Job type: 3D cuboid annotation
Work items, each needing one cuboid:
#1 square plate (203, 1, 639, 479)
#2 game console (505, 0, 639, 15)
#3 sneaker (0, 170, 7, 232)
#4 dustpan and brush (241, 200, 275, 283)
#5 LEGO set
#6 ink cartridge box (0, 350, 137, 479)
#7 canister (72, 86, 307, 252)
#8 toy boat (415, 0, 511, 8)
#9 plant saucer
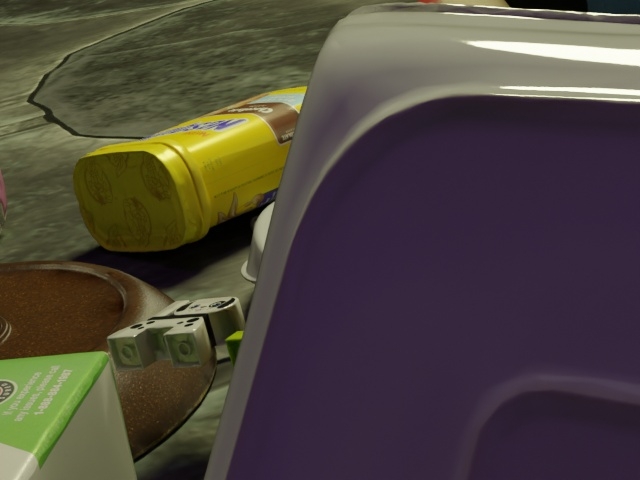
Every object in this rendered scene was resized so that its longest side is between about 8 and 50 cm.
[{"bbox_3d":[0.085,0.091,0.444,0.344,0.347,0.049,6,-14,39],"label":"square plate"},{"bbox_3d":[0.299,-0.292,1.291,0.386,0.342,0.060,-12,34,-2],"label":"game console"},{"bbox_3d":[-0.327,-0.006,1.221,0.104,0.095,0.236,-4,21,39],"label":"sneaker"},{"bbox_3d":[0.000,0.000,1.094,0.147,0.060,0.211,-7,23,-23],"label":"dustpan and brush"},{"bbox_3d":[0.017,0.062,0.864,0.227,0.087,0.093,-6,16,33],"label":"LEGO set"},{"bbox_3d":[-0.230,0.145,0.716,0.272,0.115,0.198,-6,20,12],"label":"ink cartridge box"},{"bbox_3d":[-0.072,-0.054,1.222,0.170,0.073,0.126,-25,14,-38],"label":"canister"},{"bbox_3d":[0.095,-0.076,1.155,0.151,0.151,0.231,-38,17,10],"label":"toy boat"},{"bbox_3d":[-0.216,0.079,0.991,0.310,0.050,0.310,-10,19,4],"label":"plant saucer"}]
